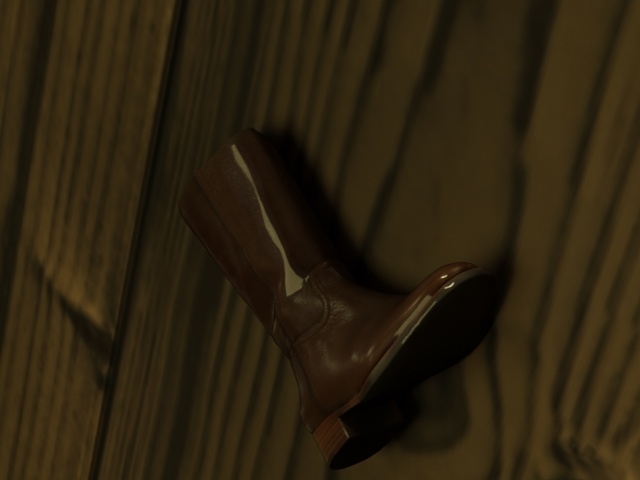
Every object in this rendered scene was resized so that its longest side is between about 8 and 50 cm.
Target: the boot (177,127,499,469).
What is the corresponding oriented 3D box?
[{"bbox_3d":[0.000,0.000,0.602,0.114,0.037,0.106,61,139,23],"label":"boot"}]
